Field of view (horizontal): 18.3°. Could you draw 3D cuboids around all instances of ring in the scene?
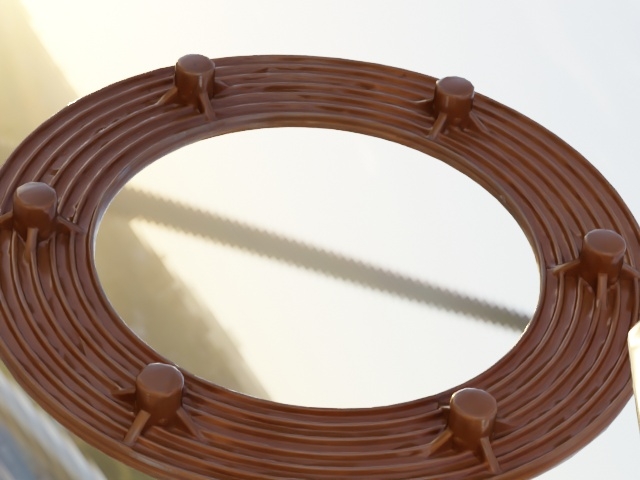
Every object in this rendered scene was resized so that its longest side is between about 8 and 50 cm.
[{"bbox_3d":[0.000,0.000,0.965,0.336,0.336,0.032,51,-33,41],"label":"ring"}]

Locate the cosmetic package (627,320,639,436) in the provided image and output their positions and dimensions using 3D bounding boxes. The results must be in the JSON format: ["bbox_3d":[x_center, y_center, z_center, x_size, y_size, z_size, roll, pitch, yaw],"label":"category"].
[{"bbox_3d":[0.192,0.103,0.424,0.217,0.156,0.385,48,16,-4],"label":"cosmetic package"}]
